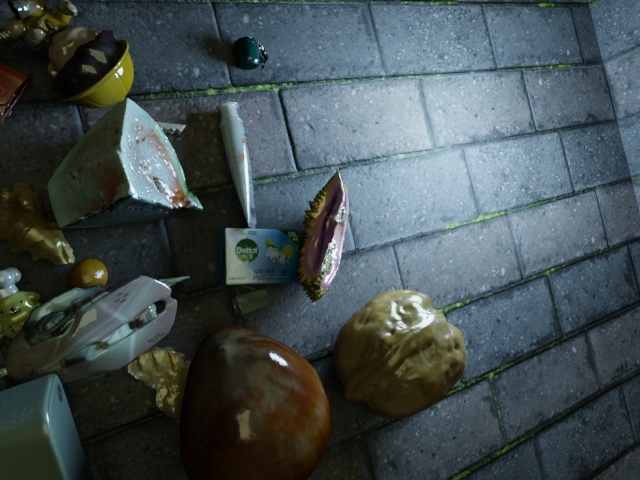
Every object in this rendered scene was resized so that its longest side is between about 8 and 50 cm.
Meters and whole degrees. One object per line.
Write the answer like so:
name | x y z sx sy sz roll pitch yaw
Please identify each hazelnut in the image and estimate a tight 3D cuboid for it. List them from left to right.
hazelnut | -0.145 0.363 0.969 0.366 0.366 0.365 3 83 -25

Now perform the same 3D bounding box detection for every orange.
orange | -0.505 0.080 0.993 0.085 0.085 0.084 3 83 -25

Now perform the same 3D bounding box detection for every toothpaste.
toothpaste | -0.206 -0.187 1.163 0.066 0.100 0.322 -12 87 1

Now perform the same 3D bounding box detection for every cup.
cup | -0.180 0.150 1.159 0.083 0.075 0.054 -16 128 -29

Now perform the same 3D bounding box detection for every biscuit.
biscuit | -0.349 0.315 1.050 0.118 0.061 0.183 -38 102 -26

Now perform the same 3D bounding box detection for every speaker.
speaker | -0.535 0.468 0.835 0.185 0.183 0.405 -13 109 -22
speaker | -0.179 -0.498 1.220 0.095 0.060 0.075 -11 90 -26

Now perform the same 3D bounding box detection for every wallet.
wallet | -0.742 -0.339 0.946 0.205 0.045 0.142 30 72 -20

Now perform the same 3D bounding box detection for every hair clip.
hair clip | -0.432 -0.249 1.088 0.226 0.034 0.072 -33 97 -25

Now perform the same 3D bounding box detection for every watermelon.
watermelon | -0.396 -0.151 0.976 0.320 0.214 0.289 4 102 -28

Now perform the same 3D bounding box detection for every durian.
durian | 0.001 0.001 1.194 0.113 0.191 0.340 9 72 6

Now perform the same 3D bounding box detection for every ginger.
ginger | -0.611 -0.020 0.953 0.205 0.081 0.115 55 34 -1

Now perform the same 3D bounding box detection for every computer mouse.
computer mouse | -0.440 0.187 0.955 0.389 0.115 0.199 -28 122 -22

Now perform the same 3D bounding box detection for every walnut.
walnut | 0.192 0.298 1.181 0.344 0.306 0.306 -36 99 -26

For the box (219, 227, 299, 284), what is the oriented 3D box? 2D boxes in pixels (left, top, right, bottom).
box | -0.154 0.042 1.164 0.194 0.073 0.139 0 84 -25

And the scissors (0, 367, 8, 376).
scissors | -0.650 0.269 0.938 0.119 0.014 0.058 -15 86 -29

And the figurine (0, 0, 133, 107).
figurine | -0.530 -0.404 0.986 0.257 0.167 0.192 43 90 -16

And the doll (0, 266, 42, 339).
doll | -0.633 0.130 0.935 0.106 0.062 0.162 -34 98 -29
